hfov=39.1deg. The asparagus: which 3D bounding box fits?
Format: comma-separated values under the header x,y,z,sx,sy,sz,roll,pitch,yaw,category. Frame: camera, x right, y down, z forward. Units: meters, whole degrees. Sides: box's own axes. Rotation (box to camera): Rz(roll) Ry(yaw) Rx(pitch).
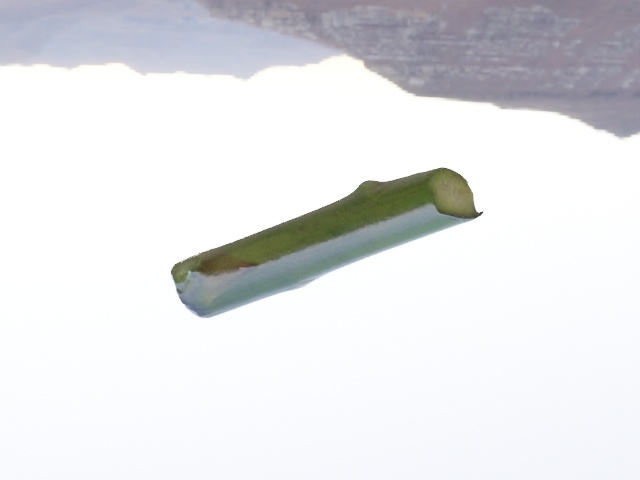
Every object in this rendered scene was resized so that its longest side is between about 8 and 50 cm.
x,y,z,sx,sy,sz,roll,pitch,yaw,category
0.000,0.001,0.784,0.278,0.067,0.060,-23,-168,13,asparagus
